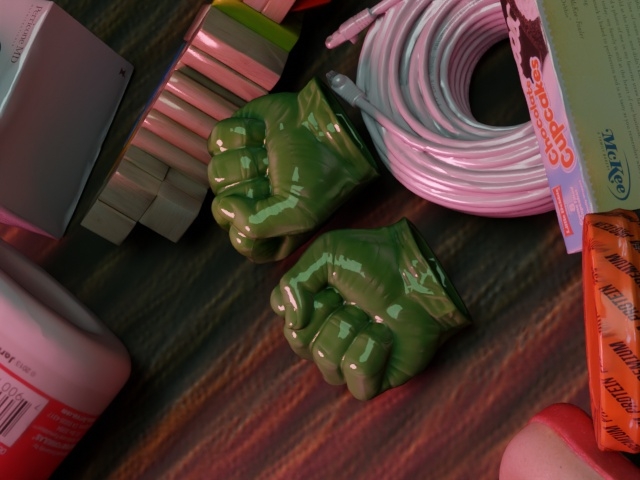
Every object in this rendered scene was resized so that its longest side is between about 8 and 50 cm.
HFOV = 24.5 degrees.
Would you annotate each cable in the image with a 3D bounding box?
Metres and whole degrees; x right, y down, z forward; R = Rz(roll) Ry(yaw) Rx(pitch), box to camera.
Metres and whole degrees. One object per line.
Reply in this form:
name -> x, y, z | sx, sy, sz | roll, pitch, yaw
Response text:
cable -> 0.159, -0.138, 1.241 | 0.257, 0.089, 0.257 | -37, 61, 7

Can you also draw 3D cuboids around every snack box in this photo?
snack box -> 0.238, -0.166, 1.121 | 0.187, 0.060, 0.321 | -12, 84, -19

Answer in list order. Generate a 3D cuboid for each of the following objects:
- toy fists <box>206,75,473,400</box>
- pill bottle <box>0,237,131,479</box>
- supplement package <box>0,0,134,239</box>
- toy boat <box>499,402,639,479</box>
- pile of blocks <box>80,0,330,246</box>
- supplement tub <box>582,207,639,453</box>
toy fists -> 0.000, 0.000, 1.233 | 0.142, 0.096, 0.279 | -34, 76, 10
pill bottle -> -0.372, 0.194, 1.272 | 0.229, 0.229, 0.407 | 40, 90, 31
supplement package -> -0.330, -0.131, 1.422 | 0.203, 0.149, 0.194 | 15, 78, 29
toy boat -> 0.243, 0.202, 1.062 | 0.151, 0.151, 0.231 | -34, 56, -26
pile of blocks -> -0.082, -0.145, 1.358 | 0.113, 0.149, 0.362 | 31, 96, -12
supplement tub -> 0.349, 0.052, 0.972 | 0.338, 0.207, 0.207 | -4, 68, 7
